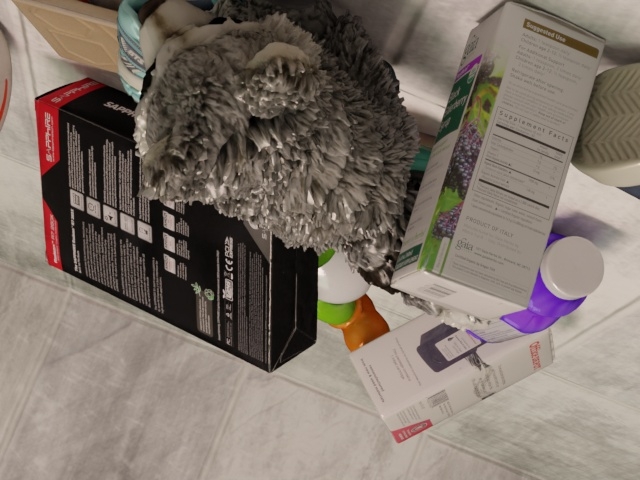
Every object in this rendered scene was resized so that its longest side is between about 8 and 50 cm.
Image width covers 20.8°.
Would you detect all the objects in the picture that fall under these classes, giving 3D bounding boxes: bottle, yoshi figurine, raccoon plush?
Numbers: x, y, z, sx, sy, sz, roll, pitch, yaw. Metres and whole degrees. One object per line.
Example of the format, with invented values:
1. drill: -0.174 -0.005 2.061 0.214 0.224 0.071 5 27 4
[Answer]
1. bottle: 0.237 0.048 1.975 0.092 0.118 0.283 33 165 -7
2. yoshi figurine: 0.006 0.021 2.119 0.203 0.204 0.362 -9 148 36
3. raccoon plush: 0.027 -0.057 1.458 0.446 0.216 0.299 28 -168 -13

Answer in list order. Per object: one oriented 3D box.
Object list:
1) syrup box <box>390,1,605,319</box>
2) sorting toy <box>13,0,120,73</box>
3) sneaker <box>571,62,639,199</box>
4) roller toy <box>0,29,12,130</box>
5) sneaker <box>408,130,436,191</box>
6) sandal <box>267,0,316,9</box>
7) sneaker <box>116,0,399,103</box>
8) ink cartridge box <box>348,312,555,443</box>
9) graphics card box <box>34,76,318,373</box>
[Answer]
1. syrup box: 0.144 -0.063 1.415 0.096 0.237 0.093 20 167 -12
2. sorting toy: -0.220 -0.216 1.838 0.193 0.038 0.208 17 171 19
3. sneaker: 0.354 -0.074 1.326 0.148 0.131 0.350 22 174 -32
4. roller toy: -0.456 -0.181 1.988 0.146 0.209 0.191 13 158 20
5. sneaker: 0.040 -0.063 1.772 0.302 0.108 0.121 13 -151 8
6. sandal: -0.106 -0.268 1.372 0.254 0.097 0.054 24 127 -7
7. sneaker: -0.067 -0.168 1.628 0.283 0.110 0.122 9 144 15
8. ink cartridge box: 0.172 0.150 2.230 0.100 0.237 0.172 62 180 20
9. graphics card box: -0.167 -0.023 2.009 0.371 0.094 0.233 23 126 34
